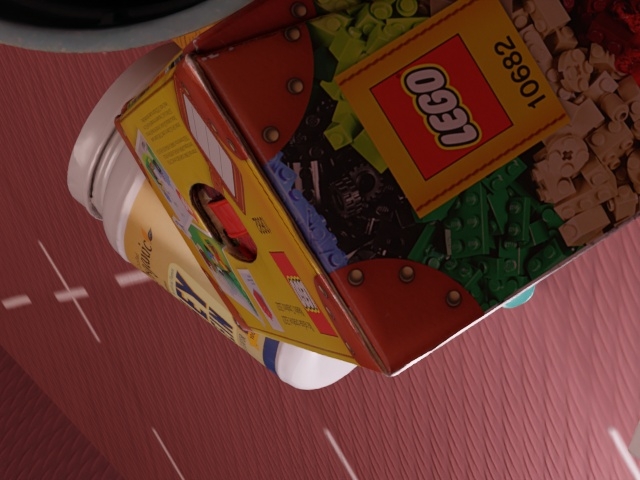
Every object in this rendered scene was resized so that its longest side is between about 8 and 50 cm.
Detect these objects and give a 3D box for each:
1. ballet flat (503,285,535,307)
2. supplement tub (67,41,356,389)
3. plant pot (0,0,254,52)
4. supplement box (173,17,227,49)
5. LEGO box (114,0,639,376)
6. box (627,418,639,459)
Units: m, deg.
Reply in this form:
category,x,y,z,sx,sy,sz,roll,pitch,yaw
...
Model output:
category,x,y,z,sx,sy,sz,roll,pitch,yaw
ballet flat,0.167,-0.011,1.720,0.070,0.070,0.188,48,153,22
supplement tub,-0.066,-0.029,1.892,0.316,0.228,0.228,36,152,18
plant pot,-0.117,-0.281,1.197,0.341,0.341,0.334,58,-174,-1
supplement box,-0.090,-0.201,1.651,0.233,0.078,0.080,46,159,28
LEGO box,0.092,-0.107,1.195,0.193,0.372,0.500,58,172,-5
box,0.378,0.159,1.205,0.232,0.322,0.058,33,113,44
